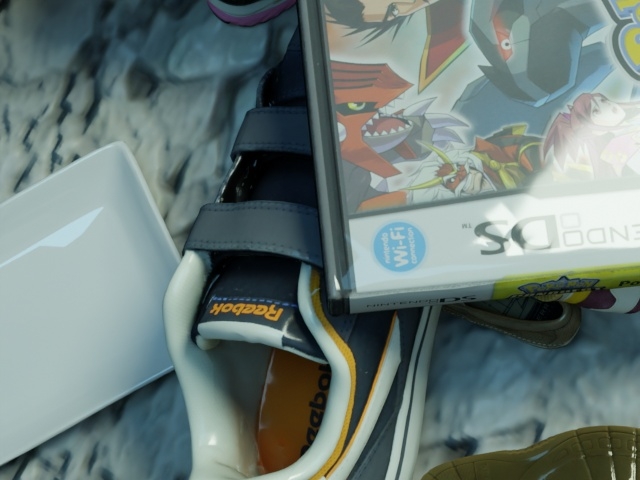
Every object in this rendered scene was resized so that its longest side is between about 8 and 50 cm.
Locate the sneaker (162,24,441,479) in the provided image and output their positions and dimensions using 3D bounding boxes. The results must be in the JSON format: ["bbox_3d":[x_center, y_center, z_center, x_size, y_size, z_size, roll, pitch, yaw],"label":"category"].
[{"bbox_3d":[0.000,0.000,0.759,0.126,0.127,0.321,0,82,36],"label":"sneaker"}]

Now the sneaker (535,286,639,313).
[{"bbox_3d":[0.152,-0.046,0.789,0.084,0.069,0.185,10,65,-19],"label":"sneaker"}]

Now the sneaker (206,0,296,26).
[{"bbox_3d":[0.000,-0.197,0.842,0.178,0.077,0.072,-42,73,3],"label":"sneaker"}]

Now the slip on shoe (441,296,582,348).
[{"bbox_3d":[0.081,0.021,0.799,0.135,0.041,0.051,28,87,17],"label":"slip on shoe"}]

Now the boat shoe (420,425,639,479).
[{"bbox_3d":[0.129,0.135,0.763,0.152,0.049,0.056,-7,59,17],"label":"boat shoe"}]

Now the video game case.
[{"bbox_3d":[0.113,-0.108,0.714,0.248,0.035,0.275,-6,72,-1],"label":"video game case"}]

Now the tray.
[{"bbox_3d":[-0.202,0.065,0.867,0.270,0.030,0.145,-29,73,7],"label":"tray"}]
